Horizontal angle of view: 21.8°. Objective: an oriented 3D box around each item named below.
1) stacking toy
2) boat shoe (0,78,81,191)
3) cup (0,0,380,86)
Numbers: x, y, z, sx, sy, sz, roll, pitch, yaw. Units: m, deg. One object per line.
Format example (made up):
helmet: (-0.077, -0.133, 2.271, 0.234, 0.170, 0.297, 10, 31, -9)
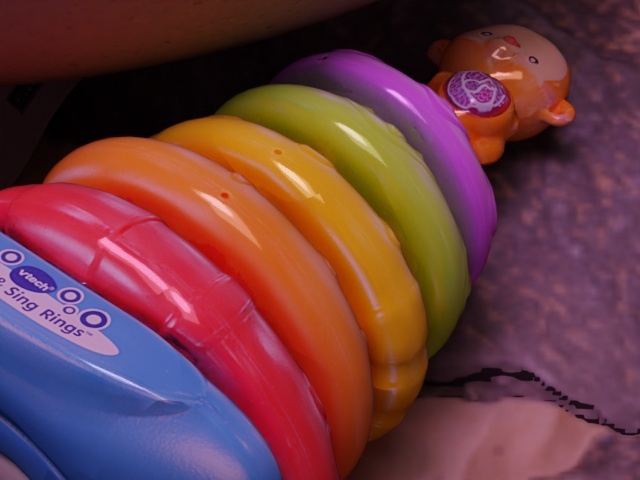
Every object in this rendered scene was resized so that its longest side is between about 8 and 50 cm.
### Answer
stacking toy: (0.000, 0.000, 0.589, 0.175, 0.165, 0.302, 31, 51, 26)
boat shoe: (-0.139, -0.055, 0.692, 0.040, 0.049, 0.142, 7, 53, 52)
cup: (-0.048, -0.200, 0.588, 0.237, 0.331, 0.331, 8, 54, -18)
